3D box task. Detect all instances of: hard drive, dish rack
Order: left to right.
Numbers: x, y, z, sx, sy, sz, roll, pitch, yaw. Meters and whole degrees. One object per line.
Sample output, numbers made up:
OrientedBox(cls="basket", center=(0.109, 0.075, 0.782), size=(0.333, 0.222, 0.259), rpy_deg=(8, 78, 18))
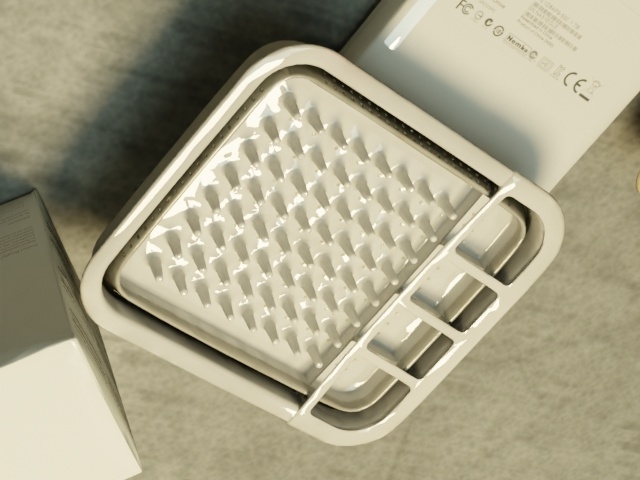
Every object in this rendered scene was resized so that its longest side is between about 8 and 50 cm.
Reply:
OrientedBox(cls="dish rack", center=(0.000, 0.000, 1.361), size=(0.333, 0.072, 0.285), rpy_deg=(30, 110, -34))
OrientedBox(cls="hard drive", center=(0.119, -0.112, 1.401), size=(0.233, 0.047, 0.353), rpy_deg=(29, 109, -33))

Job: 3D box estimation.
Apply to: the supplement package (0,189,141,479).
OrientedBox(cls="supplement package", center=(-0.265, 0.103, 1.312), size=(0.194, 0.203, 0.149), rpy_deg=(-23, 128, -3))

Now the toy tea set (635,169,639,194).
OrientedBox(cls="toy tea set", center=(0.386, -0.030, 1.454), size=(0.200, 0.124, 0.336), rpy_deg=(-33, 147, 8))
